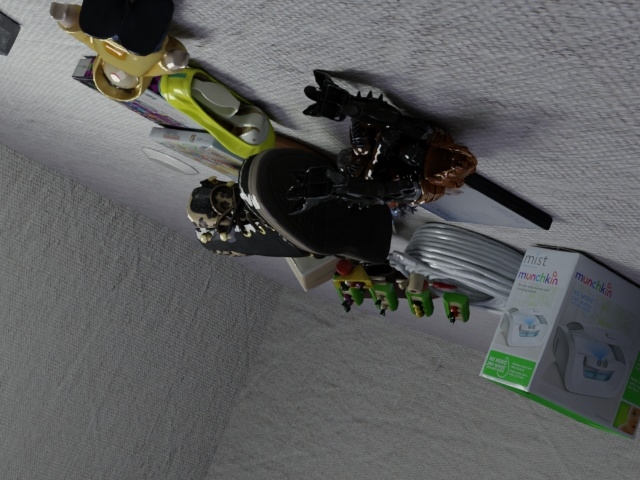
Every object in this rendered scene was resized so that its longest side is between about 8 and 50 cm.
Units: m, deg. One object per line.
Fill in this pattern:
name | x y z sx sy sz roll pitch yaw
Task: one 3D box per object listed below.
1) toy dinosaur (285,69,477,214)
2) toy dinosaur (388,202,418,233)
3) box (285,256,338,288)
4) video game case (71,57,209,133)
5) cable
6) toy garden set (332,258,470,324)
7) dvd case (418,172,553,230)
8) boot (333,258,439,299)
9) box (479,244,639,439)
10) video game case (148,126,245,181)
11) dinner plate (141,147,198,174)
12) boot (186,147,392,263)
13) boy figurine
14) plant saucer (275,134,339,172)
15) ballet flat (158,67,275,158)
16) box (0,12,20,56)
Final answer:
toy dinosaur | 0.089 -0.107 1.263 0.218 0.164 0.322 10 160 -23
toy dinosaur | 0.131 -0.059 1.802 0.082 0.047 0.090 27 147 58
box | 0.000 0.000 1.991 0.121 0.148 0.311 60 178 7
video game case | -0.252 -0.221 1.685 0.232 0.042 0.210 27 171 -35
cable | 0.271 0.058 1.898 0.257 0.089 0.257 14 166 26
toy garden set | 0.138 0.103 1.889 0.244 0.049 0.204 8 160 14
dvd case | 0.194 -0.066 1.545 0.180 0.022 0.253 26 172 -26
boot | 0.160 0.071 2.050 0.248 0.090 0.207 -8 172 11
box | 0.417 0.164 1.702 0.262 0.231 0.126 27 172 -31
video game case | -0.146 -0.130 1.769 0.227 0.026 0.206 26 172 -38
dinner plate | -0.346 -0.176 2.415 0.141 0.017 0.141 21 172 3
boot | -0.085 -0.047 1.632 0.284 0.138 0.377 2 172 32
boy figurine | -0.250 -0.247 1.313 0.177 0.092 0.285 21 170 -10
plant saucer | -0.050 -0.131 1.747 0.200 0.037 0.200 21 173 3
ballet flat | -0.129 -0.180 1.515 0.077 0.077 0.231 -4 154 44
box | -0.605 -0.370 1.619 0.183 0.056 0.231 17 171 34
